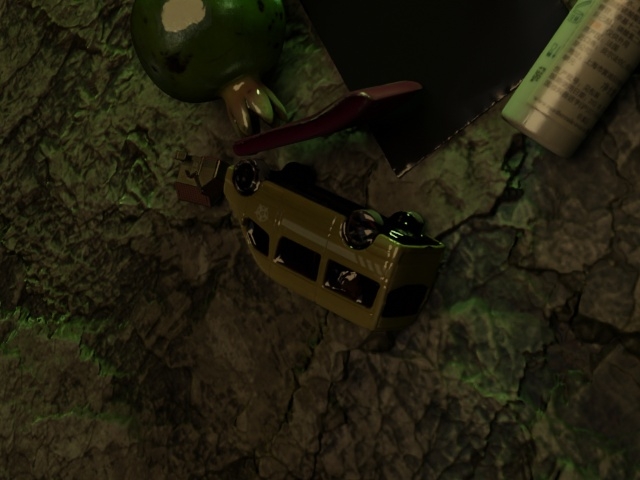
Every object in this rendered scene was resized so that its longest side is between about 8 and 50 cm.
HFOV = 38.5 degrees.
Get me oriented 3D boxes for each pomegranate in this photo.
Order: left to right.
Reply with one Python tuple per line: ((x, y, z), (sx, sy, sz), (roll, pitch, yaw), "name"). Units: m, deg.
((-0.115, -0.220, 1.066), (0.187, 0.187, 0.225), (-30, 86, 28), "pomegranate")

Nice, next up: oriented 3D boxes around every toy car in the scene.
((0.000, 0.000, 0.983), (0.257, 0.101, 0.124), (26, 105, 34), "toy car")

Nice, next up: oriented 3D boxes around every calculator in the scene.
((0.007, -0.127, 0.983), (0.191, 0.127, 0.034), (-17, 96, 35), "calculator")

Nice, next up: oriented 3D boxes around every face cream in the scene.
((0.273, -0.204, 0.837), (0.082, 0.082, 0.269), (42, 106, 33), "face cream")

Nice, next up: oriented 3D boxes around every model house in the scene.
((-0.145, -0.073, 1.126), (0.083, 0.057, 0.058), (15, 86, 34), "model house")

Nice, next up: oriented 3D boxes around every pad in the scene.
((0.100, -0.283, 1.020), (0.248, 0.007, 0.367), (-38, 63, 24), "pad")
